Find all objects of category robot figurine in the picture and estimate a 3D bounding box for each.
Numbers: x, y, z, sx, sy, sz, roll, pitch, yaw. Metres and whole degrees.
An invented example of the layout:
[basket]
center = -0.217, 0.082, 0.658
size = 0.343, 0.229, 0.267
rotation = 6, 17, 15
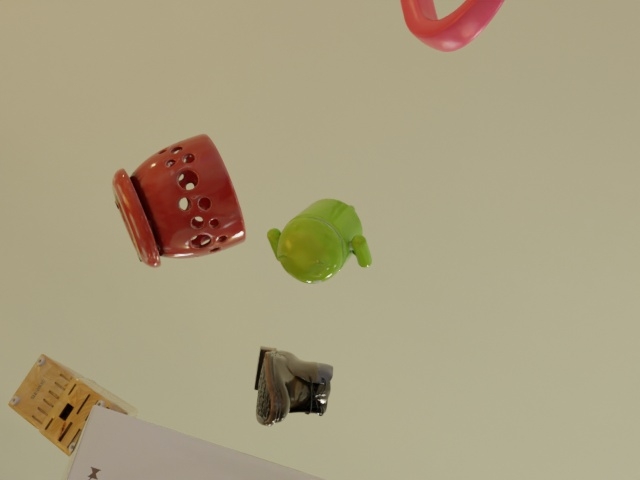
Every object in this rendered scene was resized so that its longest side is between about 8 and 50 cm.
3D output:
[robot figurine]
center = 0.000, 0.000, 0.922
size = 0.101, 0.115, 0.067
rotation = 6, -69, 19

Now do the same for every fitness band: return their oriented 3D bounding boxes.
[fitness band]
center = 0.183, -0.364, 1.208
size = 0.054, 0.290, 0.209
rotation = 25, -50, -27

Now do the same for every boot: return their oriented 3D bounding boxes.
[boot]
center = -0.027, 0.185, 1.219
size = 0.106, 0.219, 0.082
rotation = 8, -81, -6

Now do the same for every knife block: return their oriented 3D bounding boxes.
[knife block]
center = -0.315, 0.269, 1.388
size = 0.276, 0.088, 0.242
rotation = 21, -15, 42

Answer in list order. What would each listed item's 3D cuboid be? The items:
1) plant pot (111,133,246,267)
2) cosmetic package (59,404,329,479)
[plant pot]
center = -0.230, -0.056, 1.531
size = 0.191, 0.174, 0.191
rotation = 59, -17, 30
[cosmetic package]
center = -0.104, 0.315, 1.063
size = 0.377, 0.097, 0.284
rotation = 21, -27, -11
